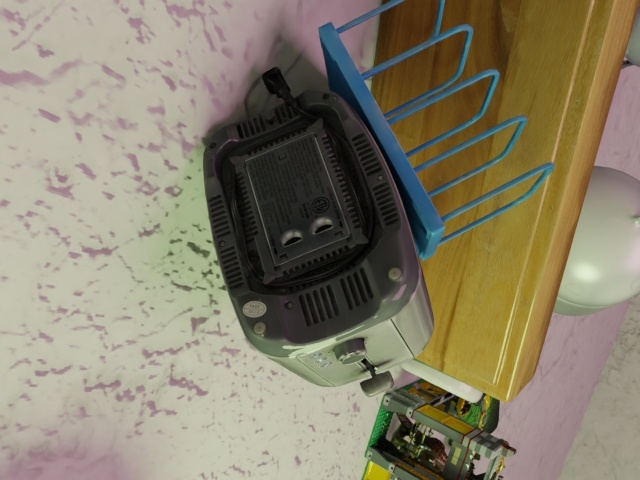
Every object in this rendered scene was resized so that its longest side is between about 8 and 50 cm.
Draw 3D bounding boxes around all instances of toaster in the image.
[{"bbox_3d":[0.000,0.000,0.534,0.129,0.227,0.146,-23,149,5],"label":"toaster"}]

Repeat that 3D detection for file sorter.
[{"bbox_3d":[0.085,-0.090,0.556,0.104,0.170,0.118,-27,169,0],"label":"file sorter"}]

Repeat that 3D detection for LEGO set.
[{"bbox_3d":[0.181,0.349,1.027,0.255,0.192,0.331,15,97,-60],"label":"LEGO set"}]

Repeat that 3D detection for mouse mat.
[{"bbox_3d":[0.297,0.301,1.331,0.189,0.007,0.153,-13,107,-54],"label":"mouse mat"}]

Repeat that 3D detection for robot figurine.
[{"bbox_3d":[0.393,0.007,1.090,0.300,0.200,0.353,-22,167,5],"label":"robot figurine"}]

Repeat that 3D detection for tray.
[{"bbox_3d":[0.139,-0.070,0.675,0.076,0.203,0.411,-24,129,-48],"label":"tray"}]

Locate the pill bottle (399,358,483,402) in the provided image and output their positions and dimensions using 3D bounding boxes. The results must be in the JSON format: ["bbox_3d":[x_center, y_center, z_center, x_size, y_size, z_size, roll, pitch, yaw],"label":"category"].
[{"bbox_3d":[0.197,0.097,0.963,0.208,0.117,0.117,-64,150,-5],"label":"pill bottle"}]

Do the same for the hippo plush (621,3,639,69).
[{"bbox_3d":[0.566,-0.405,1.178,0.234,0.294,0.237,-28,107,-72],"label":"hippo plush"}]

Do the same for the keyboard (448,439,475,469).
[{"bbox_3d":[0.232,0.466,1.348,0.201,0.033,0.317,-55,148,-19],"label":"keyboard"}]
